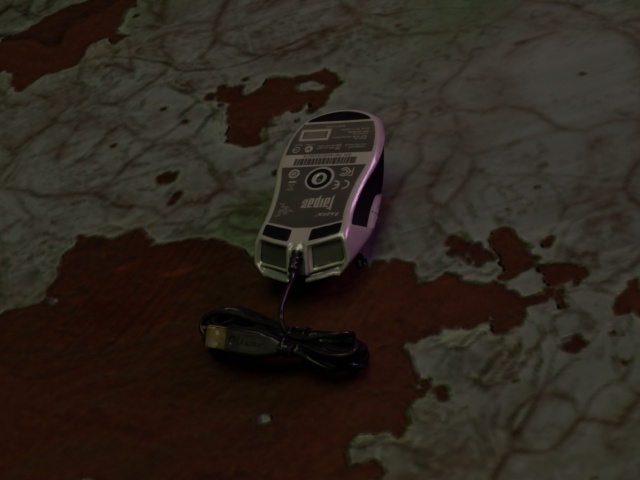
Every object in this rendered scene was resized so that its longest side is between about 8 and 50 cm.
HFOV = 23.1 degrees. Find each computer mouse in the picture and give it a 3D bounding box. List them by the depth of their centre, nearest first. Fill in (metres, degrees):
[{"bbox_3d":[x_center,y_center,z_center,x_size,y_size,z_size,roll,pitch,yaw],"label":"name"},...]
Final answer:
[{"bbox_3d":[0.000,0.000,0.940,0.106,0.042,0.193,-1,49,26],"label":"computer mouse"}]
